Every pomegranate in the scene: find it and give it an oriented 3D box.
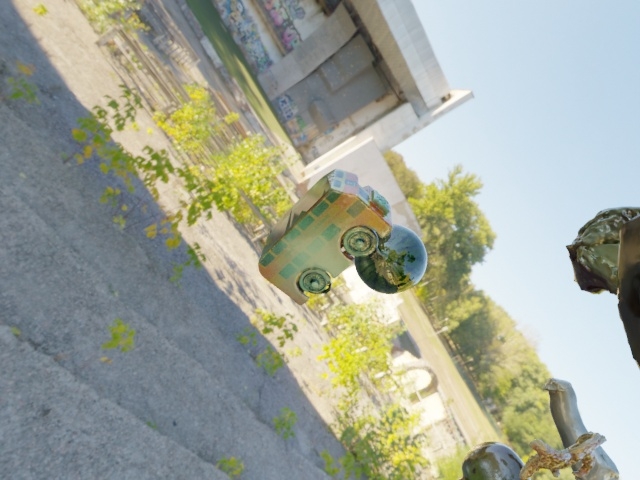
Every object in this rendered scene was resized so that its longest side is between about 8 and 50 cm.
[{"bbox_3d":[0.418,0.608,1.006,0.180,0.210,0.180,-24,90,-83],"label":"pomegranate"}]

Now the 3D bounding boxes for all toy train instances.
[{"bbox_3d":[0.000,0.000,0.495,0.099,0.188,0.072,39,27,-20],"label":"toy train"}]

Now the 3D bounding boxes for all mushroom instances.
[{"bbox_3d":[0.641,0.485,0.999,0.096,0.099,0.278,56,18,-62],"label":"mushroom"}]

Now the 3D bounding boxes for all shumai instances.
[{"bbox_3d":[0.574,0.032,0.763,0.184,0.142,0.184,32,-30,22],"label":"shumai"}]

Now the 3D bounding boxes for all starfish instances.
[{"bbox_3d":[0.379,0.337,0.638,0.210,0.150,0.053,31,24,-36],"label":"starfish"}]

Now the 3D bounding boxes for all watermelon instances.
[{"bbox_3d":[0.180,0.048,1.036,0.188,0.188,0.215,63,10,12],"label":"watermelon"}]

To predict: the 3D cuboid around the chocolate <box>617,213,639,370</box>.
[{"bbox_3d":[0.432,0.034,0.237,0.314,0.326,0.297,62,-9,18],"label":"chocolate"}]
